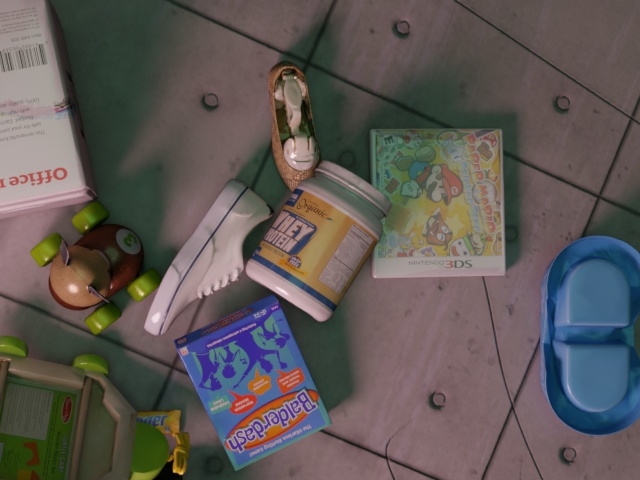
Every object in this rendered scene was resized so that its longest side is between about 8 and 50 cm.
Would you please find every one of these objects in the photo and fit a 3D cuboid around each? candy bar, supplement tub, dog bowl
[{"bbox_3d":[-0.286,0.267,1.561,0.162,0.018,0.040,2,88,-7],"label":"candy bar"},{"bbox_3d":[0.000,0.000,1.539,0.144,0.144,0.199,33,85,-4],"label":"supplement tub"},{"bbox_3d":[0.411,0.141,1.618,0.166,0.074,0.297,1,88,-6],"label":"dog bowl"}]

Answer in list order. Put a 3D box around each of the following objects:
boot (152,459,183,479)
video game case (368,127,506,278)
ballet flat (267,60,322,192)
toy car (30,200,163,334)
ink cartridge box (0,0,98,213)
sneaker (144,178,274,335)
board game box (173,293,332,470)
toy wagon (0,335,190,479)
[{"bbox_3d":[-0.229,0.464,1.512,0.094,0.246,0.207,-7,124,6],"label":"boot"},{"bbox_3d":[0.178,-0.057,1.622,0.207,0.026,0.226,-1,88,-7],"label":"video game case"},{"bbox_3d":[-0.039,-0.166,1.579,0.073,0.067,0.206,-14,90,-9],"label":"ballet flat"},{"bbox_3d":[-0.316,0.037,1.479,0.149,0.188,0.155,-39,93,-6],"label":"toy car"},{"bbox_3d":[-0.436,-0.172,1.468,0.198,0.197,0.270,-12,89,-7],"label":"ink cartridge box"},{"bbox_3d":[-0.159,0.036,1.545,0.091,0.094,0.258,32,84,0],"label":"sneaker"},{"bbox_3d":[-0.096,0.206,1.544,0.160,0.047,0.210,-26,107,-7],"label":"board game box"},{"bbox_3d":[-0.351,0.275,1.457,0.345,0.068,0.267,15,46,-17],"label":"toy wagon"}]
